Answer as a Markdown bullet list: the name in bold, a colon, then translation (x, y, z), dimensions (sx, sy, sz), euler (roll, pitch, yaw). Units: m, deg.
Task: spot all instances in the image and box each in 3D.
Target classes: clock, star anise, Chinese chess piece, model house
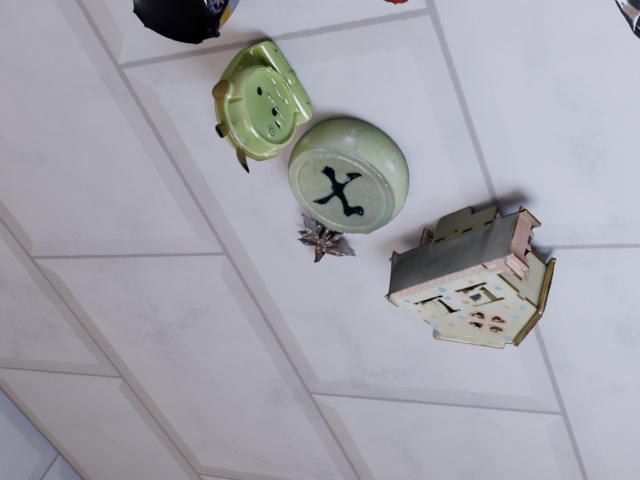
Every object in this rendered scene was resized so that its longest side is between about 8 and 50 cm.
- **clock**: translation (-0.109, -0.214, 1.429), dimensions (0.069, 0.232, 0.170), euler (-9, 128, 37)
- **star anise**: translation (-0.003, -0.009, 1.720), dimensions (0.124, 0.056, 0.129), euler (-10, 127, 38)
- **Chinese chess piece**: translation (0.052, -0.113, 1.553), dimensions (0.238, 0.092, 0.237), euler (16, 139, 14)
- **model house**: translation (0.312, 0.077, 1.562), dimensions (0.244, 0.169, 0.326), euler (40, 141, -24)

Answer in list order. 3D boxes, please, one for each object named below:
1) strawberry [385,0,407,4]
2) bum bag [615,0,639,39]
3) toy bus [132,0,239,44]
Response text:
- **strawberry**: translation (0.105, -0.416, 1.054), dimensions (0.236, 0.175, 0.106), euler (-44, 66, 42)
- **bum bag**: translation (0.503, -0.341, 1.074), dimensions (0.123, 0.060, 0.248), euler (44, 137, -16)
- **toy bus**: translation (-0.201, -0.492, 1.243), dimensions (0.171, 0.162, 0.386), euler (18, 139, 20)
